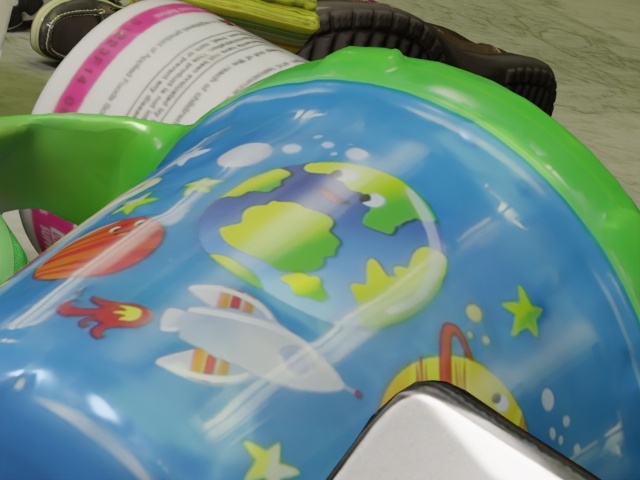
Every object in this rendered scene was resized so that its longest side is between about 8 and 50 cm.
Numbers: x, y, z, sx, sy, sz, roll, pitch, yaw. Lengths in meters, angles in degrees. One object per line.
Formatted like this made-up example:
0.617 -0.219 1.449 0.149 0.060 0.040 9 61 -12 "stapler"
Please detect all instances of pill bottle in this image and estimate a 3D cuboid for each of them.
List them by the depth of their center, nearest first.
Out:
0.000 0.000 0.834 0.283 0.160 0.160 28 21 28 "pill bottle"

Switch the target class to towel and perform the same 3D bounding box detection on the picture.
-0.095 -0.098 1.006 0.102 0.021 0.237 11 -22 -23 "towel"

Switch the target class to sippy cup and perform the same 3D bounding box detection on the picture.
-0.024 0.076 0.539 0.305 0.240 0.224 1 19 33 "sippy cup"

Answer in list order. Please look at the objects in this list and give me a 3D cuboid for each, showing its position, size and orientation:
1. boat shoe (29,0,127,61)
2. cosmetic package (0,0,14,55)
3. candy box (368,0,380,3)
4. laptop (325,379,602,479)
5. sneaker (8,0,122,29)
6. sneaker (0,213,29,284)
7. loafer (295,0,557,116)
-0.159 -0.159 1.297 0.049 0.056 0.152 23 19 31 "boat shoe"
-0.339 -0.155 1.008 0.296 0.129 0.153 12 19 -17 "cosmetic package"
-0.037 -0.201 1.444 0.233 0.071 0.159 23 16 -19 "candy box"
-0.005 0.220 0.120 0.382 0.408 0.236 31 -11 34 "laptop"
-0.231 -0.209 1.362 0.170 0.068 0.071 -3 22 -45 "sneaker"
-0.229 -0.028 0.837 0.123 0.109 0.295 33 6 -35 "sneaker"
0.037 -0.111 1.261 0.130 0.134 0.366 26 10 34 "loafer"
